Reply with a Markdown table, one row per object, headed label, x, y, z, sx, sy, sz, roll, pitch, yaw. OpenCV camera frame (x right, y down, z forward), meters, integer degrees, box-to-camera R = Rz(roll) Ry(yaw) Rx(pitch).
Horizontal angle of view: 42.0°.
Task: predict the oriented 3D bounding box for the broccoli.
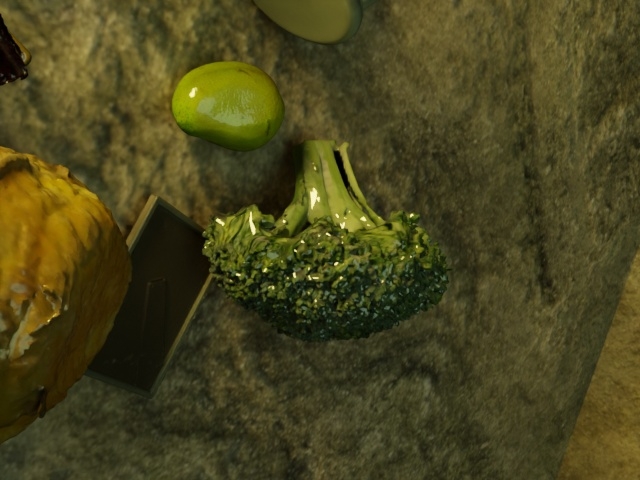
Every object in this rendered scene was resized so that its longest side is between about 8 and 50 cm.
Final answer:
| label | x | y | z | sx | sy | sz | roll | pitch | yaw |
| --- | --- | --- | --- | --- | --- | --- | --- | --- | --- |
| broccoli | -0.003 | 0.023 | 1.230 | 0.375 | 0.302 | 0.249 | 2 | 129 | -25 |

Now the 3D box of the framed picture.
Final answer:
| label | x | y | z | sx | sy | sz | roll | pitch | yaw |
| --- | --- | --- | --- | --- | --- | --- | --- | --- | --- |
| framed picture | -0.230 | 0.082 | 1.138 | 0.184 | 0.016 | 0.250 | 38 | 75 | -54 |

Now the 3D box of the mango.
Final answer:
| label | x | y | z | sx | sy | sz | roll | pitch | yaw |
| --- | --- | --- | --- | --- | --- | --- | --- | --- | --- |
| mango | -0.118 | -0.182 | 1.114 | 0.163 | 0.089 | 0.117 | 15 | 94 | -47 |

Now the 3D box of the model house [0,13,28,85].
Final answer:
| label | x | y | z | sx | sy | sz | roll | pitch | yaw |
| --- | --- | --- | --- | --- | --- | --- | --- | --- | --- |
| model house | -0.381 | -0.147 | 0.807 | 0.141 | 0.164 | 0.203 | 30 | 82 | -53 |

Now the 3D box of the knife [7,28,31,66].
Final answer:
| label | x | y | z | sx | sy | sz | roll | pitch | yaw |
| --- | --- | --- | --- | --- | --- | --- | --- | --- | --- |
| knife | -0.384 | -0.280 | 0.851 | 0.046 | 0.022 | 0.256 | -47 | 130 | -9 |

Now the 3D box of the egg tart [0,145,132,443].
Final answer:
| label | x | y | z | sx | sy | sz | roll | pitch | yaw |
| --- | --- | --- | --- | --- | --- | --- | --- | --- | --- |
| egg tart | -0.294 | 0.077 | 0.807 | 0.351 | 0.153 | 0.339 | 86 | 21 | -82 |

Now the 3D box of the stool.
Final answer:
| label | x | y | z | sx | sy | sz | roll | pitch | yaw |
| --- | --- | --- | --- | --- | --- | --- | --- | --- | --- |
| stool | 0.014 | -0.393 | 1.091 | 0.198 | 0.195 | 0.195 | -56 | 136 | -17 |
